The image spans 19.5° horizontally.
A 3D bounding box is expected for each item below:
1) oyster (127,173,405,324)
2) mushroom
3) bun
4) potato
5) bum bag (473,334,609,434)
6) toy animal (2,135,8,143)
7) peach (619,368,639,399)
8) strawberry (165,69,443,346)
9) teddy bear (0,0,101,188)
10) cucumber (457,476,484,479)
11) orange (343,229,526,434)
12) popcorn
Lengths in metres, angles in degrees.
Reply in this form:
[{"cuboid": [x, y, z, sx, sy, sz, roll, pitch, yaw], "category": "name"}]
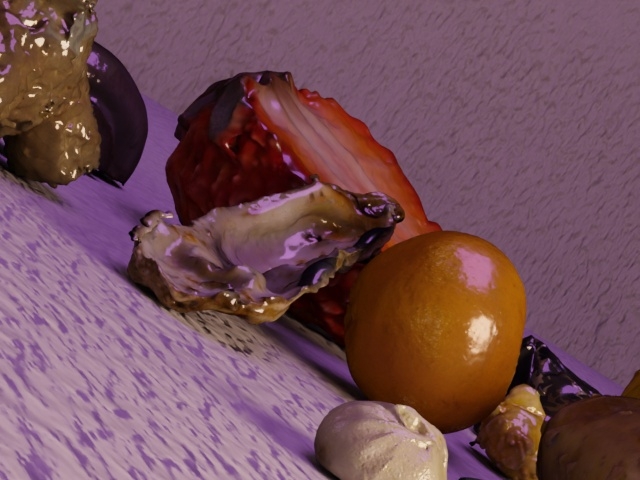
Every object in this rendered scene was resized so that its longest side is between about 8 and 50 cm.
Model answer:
[{"cuboid": [-0.024, 0.010, 1.396, 0.128, 0.079, 0.345, 18, 17, 24], "category": "oyster"}, {"cuboid": [-0.243, -0.139, 1.757, 0.188, 0.117, 0.141, 26, -5, -31], "category": "mushroom"}, {"cuboid": [0.039, 0.121, 1.072, 0.086, 0.055, 0.086, 32, 4, -3], "category": "bun"}, {"cuboid": [0.246, 0.189, 1.302, 0.191, 0.141, 0.296, 34, 1, -20], "category": "potato"}, {"cuboid": [0.228, 0.173, 1.613, 0.069, 0.102, 0.248, 27, 6, -45], "category": "bum bag"}, {"cuboid": [-0.279, -0.153, 1.550, 0.236, 0.108, 0.138, 34, 3, 15], "category": "toy animal"}, {"cuboid": [0.424, 0.212, 1.700, 0.306, 0.242, 0.380, 38, 0, -2], "category": "peach"}, {"cuboid": [0.000, 0.000, 1.663, 0.336, 0.149, 0.265, 46, 17, -2], "category": "strawberry"}, {"cuboid": [-0.284, -0.168, 1.381, 0.256, 0.156, 0.267, 33, 5, 21], "category": "teddy bear"}, {"cuboid": [0.115, 0.174, 1.079, 0.105, 0.048, 0.048, 33, 4, 14], "category": "cucumber"}, {"cuboid": [0.085, 0.068, 1.422, 0.136, 0.159, 0.159, 10, 3, 2], "category": "orange"}, {"cuboid": [0.154, 0.165, 1.533, 0.084, 0.084, 0.084, 33, 4, -2], "category": "popcorn"}]
